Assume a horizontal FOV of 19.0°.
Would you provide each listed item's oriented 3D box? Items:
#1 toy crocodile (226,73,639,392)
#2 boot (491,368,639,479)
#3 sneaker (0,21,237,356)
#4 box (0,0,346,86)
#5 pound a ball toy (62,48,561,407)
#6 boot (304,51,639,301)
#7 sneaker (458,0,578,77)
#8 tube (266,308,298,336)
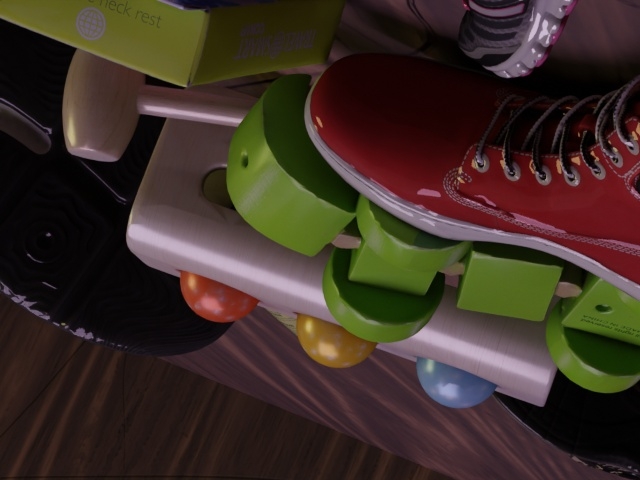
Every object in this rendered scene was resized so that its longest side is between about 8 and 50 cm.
[{"bbox_3d":[0.114,0.002,1.039,0.341,0.105,0.115,14,149,-4],"label":"toy crocodile"},{"bbox_3d":[0.215,0.145,1.630,0.236,0.085,0.178,26,172,-13],"label":"boot"},{"bbox_3d":[-0.241,-0.084,1.382,0.447,0.169,0.257,36,178,-5],"label":"sneaker"},{"bbox_3d":[-0.071,-0.110,0.894,0.109,0.042,0.178,21,-164,19],"label":"box"},{"bbox_3d":[0.000,0.000,1.154,0.319,0.135,0.208,19,173,7],"label":"pound a ball toy"},{"bbox_3d":[0.106,-0.052,0.892,0.244,0.088,0.176,22,163,10],"label":"boot"},{"bbox_3d":[0.065,-0.114,0.700,0.075,0.063,0.170,24,165,1],"label":"sneaker"},{"bbox_3d":[-0.057,0.021,1.711,0.070,0.062,0.240,-26,139,21],"label":"tube"}]
